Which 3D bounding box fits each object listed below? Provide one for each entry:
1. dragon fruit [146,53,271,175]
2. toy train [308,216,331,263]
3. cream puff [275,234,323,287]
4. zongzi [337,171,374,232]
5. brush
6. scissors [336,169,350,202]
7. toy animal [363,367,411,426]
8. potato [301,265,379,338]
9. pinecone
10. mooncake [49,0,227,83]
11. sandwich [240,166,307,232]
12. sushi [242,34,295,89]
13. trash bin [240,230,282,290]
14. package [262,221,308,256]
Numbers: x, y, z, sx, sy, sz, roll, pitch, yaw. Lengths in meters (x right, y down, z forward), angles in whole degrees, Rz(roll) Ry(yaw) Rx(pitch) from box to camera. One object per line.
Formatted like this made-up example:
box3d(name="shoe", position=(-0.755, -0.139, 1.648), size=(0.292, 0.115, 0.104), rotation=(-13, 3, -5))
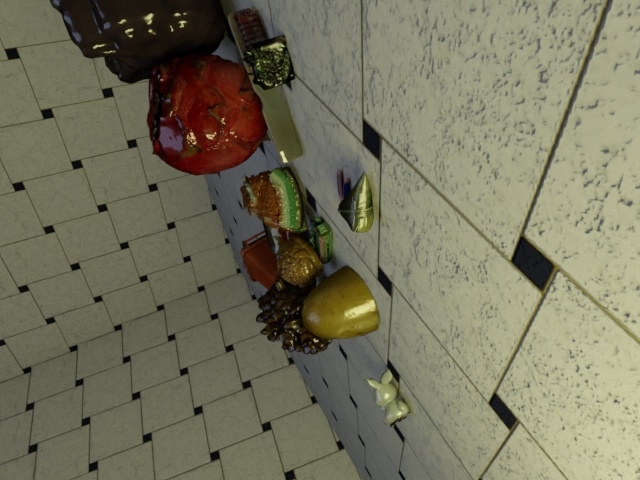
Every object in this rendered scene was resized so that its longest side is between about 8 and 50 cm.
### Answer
box3d(name="dragon fruit", position=(-0.276, -0.308, 1.195), size=(0.295, 0.302, 0.295), rotation=(162, 90, -76))
box3d(name="toy train", position=(0.000, 0.000, 1.243), size=(0.071, 0.038, 0.148), rotation=(57, 165, 28))
box3d(name="cream puff", position=(-0.061, 0.058, 1.277), size=(0.144, 0.103, 0.126), rotation=(39, 155, 51))
box3d(name="zongzi", position=(0.061, -0.082, 0.889), size=(0.104, 0.052, 0.113), rotation=(-130, 33, -61))
box3d(name="brush", position=(-0.106, -0.322, 1.044), size=(0.050, 0.060, 0.321), rotation=(15, 129, 58))
box3d(name="scissors", position=(0.047, -0.088, 0.980), size=(0.039, 0.012, 0.113), rotation=(53, 162, 39))
box3d(name="toy animal", position=(0.169, 0.397, 1.246), size=(0.124, 0.071, 0.085), rotation=(57, 165, 26))
box3d(name="potato", position=(0.032, 0.171, 1.199), size=(0.178, 0.158, 0.203), rotation=(67, 169, -4))
box3d(name="pinecone", position=(-0.054, 0.218, 1.450), size=(0.257, 0.243, 0.243), rotation=(35, 168, -8))
box3d(name="mooncake", position=(-0.411, -0.520, 1.175), size=(0.381, 0.351, 0.212), rotation=(-53, -56, -81))
box3d(name="sandwich", position=(-0.124, -0.095, 1.287), size=(0.109, 0.160, 0.184), rotation=(-28, -79, -86))
box3d(name="sushi", position=(-0.101, -0.336, 0.947), size=(0.056, 0.085, 0.083), rotation=(39, 153, 60))
box3d(name="trash bin", position=(-0.165, 0.087, 1.759), size=(0.239, 0.161, 0.184), rotation=(36, 150, 47))
box3d(name="package", position=(-0.112, -0.014, 1.478), size=(0.288, 0.108, 0.223), rotation=(-172, 61, -74))
